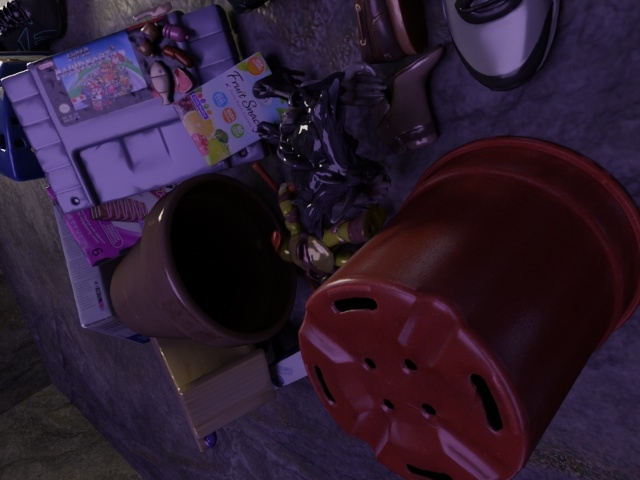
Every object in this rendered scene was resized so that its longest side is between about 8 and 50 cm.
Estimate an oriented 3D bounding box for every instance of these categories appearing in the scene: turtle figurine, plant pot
[{"bbox_3d":[0.000,0.000,0.651,0.217,0.087,0.269,-7,114,44],"label":"turtle figurine"},{"bbox_3d":[0.138,0.067,0.438,0.272,0.265,0.272,22,128,32],"label":"plant pot"},{"bbox_3d":[-0.570,-0.268,0.924,0.236,0.236,0.212,24,123,32],"label":"plant pot"},{"bbox_3d":[-0.203,0.059,0.714,0.229,0.263,0.263,-24,97,30],"label":"plant pot"}]

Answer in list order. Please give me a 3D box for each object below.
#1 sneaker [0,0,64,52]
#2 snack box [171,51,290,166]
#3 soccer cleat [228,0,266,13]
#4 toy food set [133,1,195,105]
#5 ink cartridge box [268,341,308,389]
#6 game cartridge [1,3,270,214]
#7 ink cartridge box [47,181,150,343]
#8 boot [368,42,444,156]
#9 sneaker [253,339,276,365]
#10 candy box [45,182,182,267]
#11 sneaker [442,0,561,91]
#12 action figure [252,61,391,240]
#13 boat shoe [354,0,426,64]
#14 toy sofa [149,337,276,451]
[{"bbox_3d":[-0.626,-0.454,0.953,0.267,0.106,0.101,-21,97,46],"label":"sneaker"},{"bbox_3d":[-0.119,-0.181,0.630,0.141,0.037,0.100,-28,105,6],"label":"snack box"},{"bbox_3d":[-0.083,-0.322,0.569,0.179,0.060,0.072,34,143,32],"label":"soccer cleat"},{"bbox_3d":[-0.209,-0.254,0.616,0.078,0.019,0.122,-16,107,10],"label":"toy food set"},{"bbox_3d":[-0.011,0.191,0.777,0.046,0.097,0.207,54,138,5],"label":"ink cartridge box"},{"bbox_3d":[-0.279,-0.190,0.686,0.355,0.068,0.230,-14,112,10],"label":"game cartridge"},{"bbox_3d":[-0.468,0.054,1.008,0.324,0.071,0.330,99,151,-72],"label":"ink cartridge box"},{"bbox_3d":[0.107,-0.150,0.507,0.118,0.042,0.087,-23,103,50],"label":"boot"},{"bbox_3d":[-0.201,0.254,0.992,0.279,0.107,0.118,9,129,43],"label":"sneaker"},{"bbox_3d":[-0.338,-0.073,0.823,0.159,0.233,0.071,64,170,-9],"label":"candy box"},{"bbox_3d":[0.125,-0.258,0.373,0.100,0.108,0.271,-2,114,42],"label":"sneaker"},{"bbox_3d":[0.012,-0.112,0.497,0.275,0.141,0.164,-124,29,-52],"label":"action figure"},{"bbox_3d":[0.050,-0.284,0.450,0.073,0.073,0.207,5,117,39],"label":"boat shoe"},{"bbox_3d":[-0.234,0.202,0.873,0.362,0.150,0.177,38,143,47],"label":"toy sofa"}]
